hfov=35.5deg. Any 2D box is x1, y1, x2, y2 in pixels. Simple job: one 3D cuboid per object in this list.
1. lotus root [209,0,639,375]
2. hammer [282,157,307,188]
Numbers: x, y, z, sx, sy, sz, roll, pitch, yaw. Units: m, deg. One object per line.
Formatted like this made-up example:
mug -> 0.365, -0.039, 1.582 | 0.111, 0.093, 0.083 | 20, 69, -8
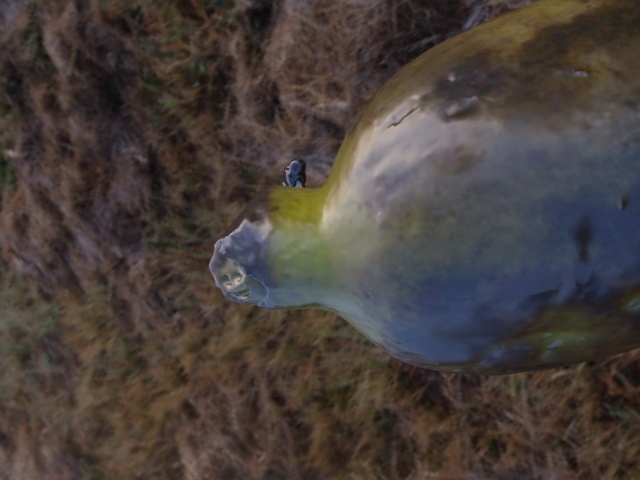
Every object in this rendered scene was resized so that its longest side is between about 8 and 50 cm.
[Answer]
lotus root -> 0.106, -0.021, 0.443 | 0.169, 0.314, 0.141 | 77, 172, -50
hammer -> 0.000, 0.000, 1.037 | 0.065, 0.021, 0.178 | 117, 134, -62
